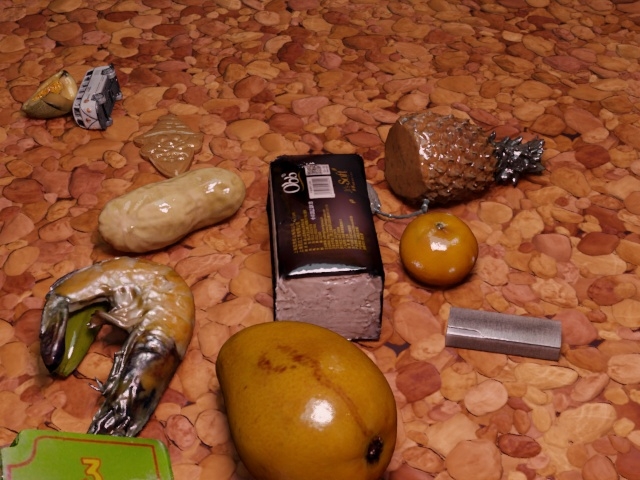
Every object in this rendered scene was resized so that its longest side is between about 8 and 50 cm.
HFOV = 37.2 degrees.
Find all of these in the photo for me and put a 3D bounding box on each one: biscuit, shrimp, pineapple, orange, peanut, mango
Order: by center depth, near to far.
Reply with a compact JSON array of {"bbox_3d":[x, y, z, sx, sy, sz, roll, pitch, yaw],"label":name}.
[{"bbox_3d":[-0.031,0.258,1.518,0.264,0.221,0.378,-25,39,-20],"label":"mango"},{"bbox_3d":[-0.374,0.193,1.652,0.272,0.085,0.445,17,48,-5],"label":"shrimp"},{"bbox_3d":[0.231,0.013,1.854,0.156,0.124,0.156,-2,39,1],"label":"orange"},{"bbox_3d":[-0.295,-0.063,1.935,0.319,0.147,0.147,-19,45,-23],"label":"peanut"},{"bbox_3d":[0.317,-0.184,2.040,0.362,0.202,0.202,-7,41,-25],"label":"pineapple"},{"bbox_3d":[-0.346,-0.218,2.191,0.163,0.035,0.250,-13,45,-7],"label":"biscuit"}]

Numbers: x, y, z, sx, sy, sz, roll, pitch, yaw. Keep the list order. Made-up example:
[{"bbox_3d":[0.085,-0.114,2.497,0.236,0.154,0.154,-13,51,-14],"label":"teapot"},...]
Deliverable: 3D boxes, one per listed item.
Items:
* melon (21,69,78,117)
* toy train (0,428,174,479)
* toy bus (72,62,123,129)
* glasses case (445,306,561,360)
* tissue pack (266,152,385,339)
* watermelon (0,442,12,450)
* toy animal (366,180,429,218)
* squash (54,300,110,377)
[{"bbox_3d":[-0.651,-0.334,2.292,0.128,0.079,0.160,-21,31,22],"label":"melon"},{"bbox_3d":[-0.345,0.396,1.335,0.307,0.173,0.248,13,42,-35],"label":"toy train"},{"bbox_3d":[-0.540,-0.342,2.290,0.089,0.087,0.193,-4,42,6],"label":"toy bus"},{"bbox_3d":[0.334,0.168,1.738,0.205,0.047,0.070,8,43,8],"label":"glasses case"},{"bbox_3d":[0.000,0.000,1.815,0.210,0.198,0.370,-4,42,-1],"label":"tissue pack"},{"bbox_3d":[-0.489,0.398,1.470,0.154,0.094,0.241,0,40,15],"label":"watermelon"},{"bbox_3d":[0.110,-0.086,2.000,0.253,0.079,0.070,25,69,27],"label":"toy animal"},{"bbox_3d":[-0.438,0.164,1.738,0.066,0.066,0.201,7,49,8],"label":"squash"}]
